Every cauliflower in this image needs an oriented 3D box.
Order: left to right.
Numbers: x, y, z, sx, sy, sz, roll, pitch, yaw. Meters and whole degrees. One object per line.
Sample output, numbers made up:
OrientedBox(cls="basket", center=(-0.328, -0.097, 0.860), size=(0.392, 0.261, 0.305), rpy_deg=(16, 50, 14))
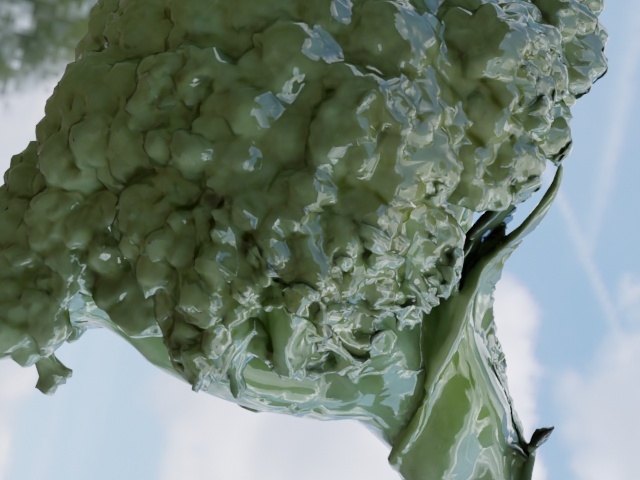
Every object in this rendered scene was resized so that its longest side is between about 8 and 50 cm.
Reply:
OrientedBox(cls="cauliflower", center=(-0.009, -0.022, 0.891), size=(0.281, 0.327, 0.260), rpy_deg=(80, -16, -51))
